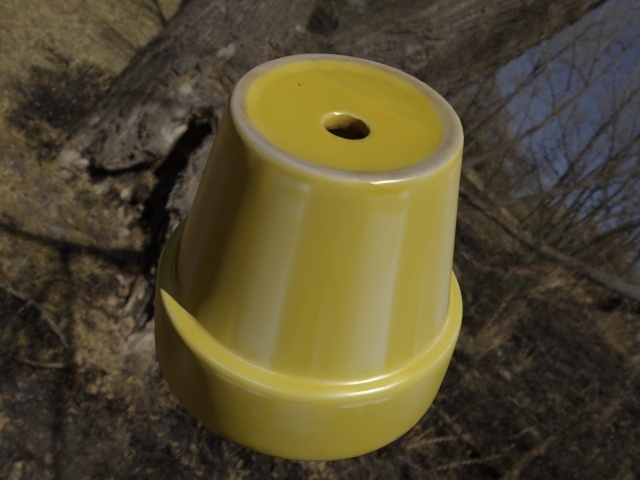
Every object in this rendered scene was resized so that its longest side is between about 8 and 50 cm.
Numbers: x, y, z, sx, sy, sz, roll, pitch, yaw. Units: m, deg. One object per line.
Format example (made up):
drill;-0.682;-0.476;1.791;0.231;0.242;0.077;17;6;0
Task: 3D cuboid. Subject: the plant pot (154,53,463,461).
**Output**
plant pot;0.000;0.000;0.576;0.239;0.254;0.254;101;-31;-41
